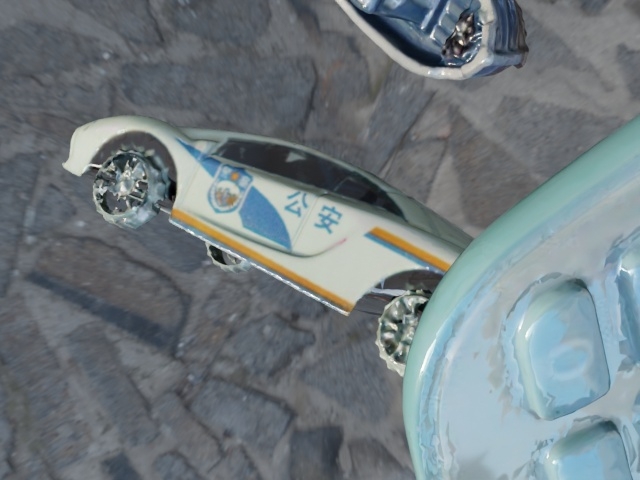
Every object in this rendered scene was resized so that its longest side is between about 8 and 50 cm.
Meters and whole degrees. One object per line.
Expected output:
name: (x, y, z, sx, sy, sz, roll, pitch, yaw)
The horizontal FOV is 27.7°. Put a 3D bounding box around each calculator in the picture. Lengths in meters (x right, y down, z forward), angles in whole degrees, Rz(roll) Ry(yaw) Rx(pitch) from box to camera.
calculator: (0.193, 0.028, 0.404, 0.386, 0.054, 0.256, -26, 123, -11)

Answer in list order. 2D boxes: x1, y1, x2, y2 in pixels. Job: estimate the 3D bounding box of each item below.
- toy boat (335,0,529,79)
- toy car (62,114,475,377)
toy boat: (0.078, -0.240, 1.212, 0.142, 0.309, 0.129, 9, 120, -40)
toy car: (0.000, 0.000, 0.445, 0.205, 0.095, 0.056, 27, 91, 27)
